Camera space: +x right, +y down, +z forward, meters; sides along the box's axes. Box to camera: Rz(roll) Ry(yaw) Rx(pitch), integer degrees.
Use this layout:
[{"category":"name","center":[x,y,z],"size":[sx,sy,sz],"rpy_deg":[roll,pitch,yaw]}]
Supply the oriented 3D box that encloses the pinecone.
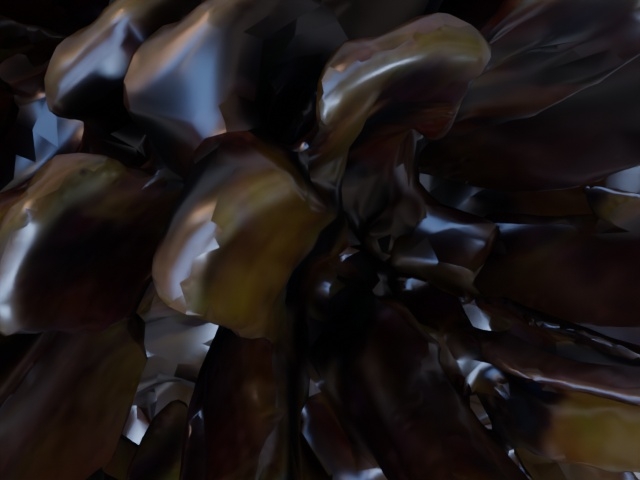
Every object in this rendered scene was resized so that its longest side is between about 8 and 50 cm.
[{"category":"pinecone","center":[0.000,0.000,0.593],"size":[0.384,0.384,0.384],"rpy_deg":[4,124,6]}]
